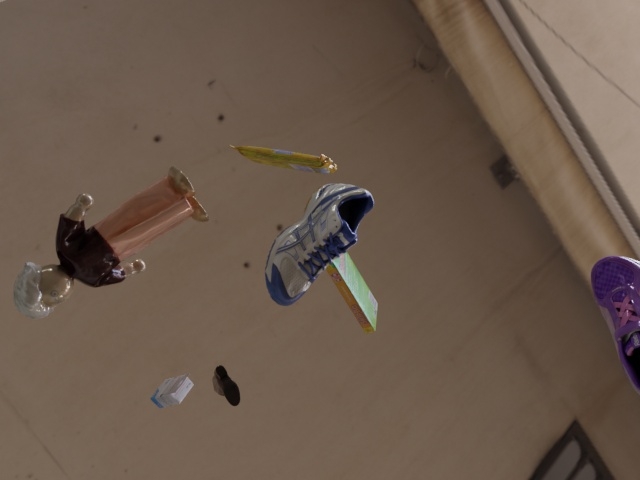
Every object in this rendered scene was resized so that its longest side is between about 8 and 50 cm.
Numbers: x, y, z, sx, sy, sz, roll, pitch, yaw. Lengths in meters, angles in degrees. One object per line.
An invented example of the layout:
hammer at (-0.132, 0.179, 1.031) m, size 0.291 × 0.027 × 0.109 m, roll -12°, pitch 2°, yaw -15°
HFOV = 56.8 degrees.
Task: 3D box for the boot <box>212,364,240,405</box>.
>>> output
boot at (-0.228, 0.359, 1.413) m, size 0.106 × 0.037 × 0.114 m, roll 62°, pitch -28°, yaw 21°

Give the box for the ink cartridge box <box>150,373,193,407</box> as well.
ink cartridge box at (-0.265, 0.273, 1.074) m, size 0.083 × 0.048 × 0.028 m, roll -23°, pitch -67°, yaw 40°

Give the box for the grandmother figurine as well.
grandmother figurine at (-0.364, 0.006, 1.007) m, size 0.104 × 0.342 × 0.208 m, roll 34°, pitch -24°, yaw 47°

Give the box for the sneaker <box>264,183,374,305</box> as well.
sneaker at (0.000, 0.000, 1.182) m, size 0.131 × 0.297 × 0.112 m, roll 5°, pitch -32°, yaw 47°

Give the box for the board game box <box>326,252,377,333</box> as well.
board game box at (0.077, 0.108, 1.538) m, size 0.039 × 0.124 × 0.259 m, roll -20°, pitch -65°, yaw 19°

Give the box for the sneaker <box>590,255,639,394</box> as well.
sneaker at (0.423, 0.118, 0.780) m, size 0.095 × 0.104 × 0.237 m, roll -37°, pitch -129°, yaw 34°

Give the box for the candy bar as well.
candy bar at (-0.049, -0.106, 0.771) m, size 0.161 × 0.018 × 0.040 m, roll 13°, pitch -9°, yaw 34°
